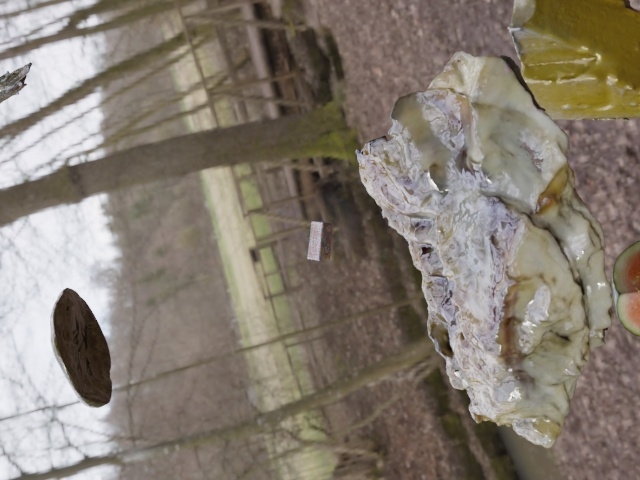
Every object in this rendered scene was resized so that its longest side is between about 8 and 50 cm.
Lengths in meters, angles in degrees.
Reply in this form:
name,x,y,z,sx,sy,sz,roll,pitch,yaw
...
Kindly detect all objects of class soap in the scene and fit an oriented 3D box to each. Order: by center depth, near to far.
name,x,y,z,sx,sy,sz,roll,pitch,yaw
soap,0.503,-0.324,1.472,0.304,0.339,0.169,40,-125,-62

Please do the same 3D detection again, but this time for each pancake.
name,x,y,z,sx,sy,sz,roll,pitch,yaw
pancake,-0.462,0.203,1.690,0.242,0.050,0.241,-21,-90,-88

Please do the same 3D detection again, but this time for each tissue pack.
name,x,y,z,sx,sy,sz,roll,pitch,yaw
tissue pack,0.000,0.000,1.893,0.063,0.035,0.083,0,-84,-67

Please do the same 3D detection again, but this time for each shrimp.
name,x,y,z,sx,sy,sz,roll,pitch,yaw
shrimp,-0.626,-0.285,1.618,0.126,0.223,0.047,51,-157,-47

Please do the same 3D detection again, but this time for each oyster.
name,x,y,z,sx,sy,sz,roll,pitch,yaw
oyster,0.144,0.025,0.755,0.107,0.201,0.354,-39,-73,-51

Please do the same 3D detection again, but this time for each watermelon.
name,x,y,z,sx,sy,sz,roll,pitch,yaw
watermelon,0.459,0.074,1.214,0.135,0.094,0.125,54,-137,-15
